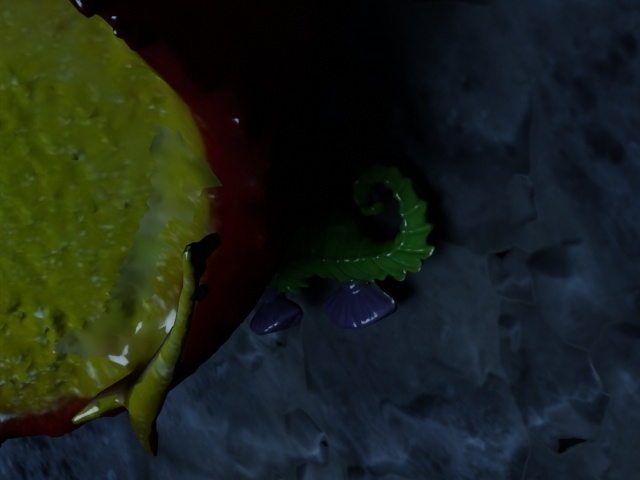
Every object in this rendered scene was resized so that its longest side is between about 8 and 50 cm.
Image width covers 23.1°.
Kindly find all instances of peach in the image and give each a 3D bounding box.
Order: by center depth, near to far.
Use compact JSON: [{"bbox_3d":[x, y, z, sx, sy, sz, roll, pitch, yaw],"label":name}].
[{"bbox_3d":[-0.165,-0.094,0.880,0.335,0.310,0.406,6,130,2],"label":"peach"}]

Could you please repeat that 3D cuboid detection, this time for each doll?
[{"bbox_3d":[0.000,0.000,0.968,0.190,0.050,0.115,-5,102,45],"label":"doll"}]
